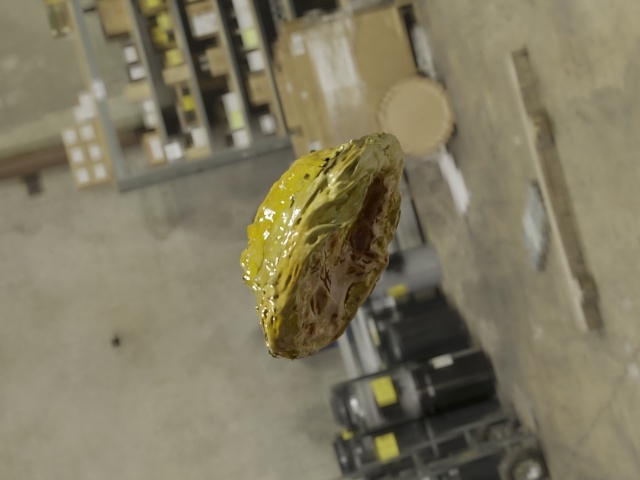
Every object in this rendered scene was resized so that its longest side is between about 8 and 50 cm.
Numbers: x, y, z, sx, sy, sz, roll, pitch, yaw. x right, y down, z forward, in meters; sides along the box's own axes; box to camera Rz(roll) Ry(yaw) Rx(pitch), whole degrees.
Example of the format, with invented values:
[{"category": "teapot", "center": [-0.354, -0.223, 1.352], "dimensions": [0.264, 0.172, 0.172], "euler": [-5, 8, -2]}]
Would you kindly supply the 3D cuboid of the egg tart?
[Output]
[{"category": "egg tart", "center": [0.000, 0.000, 0.698], "dimensions": [0.052, 0.130, 0.130], "euler": [26, 151, 20]}]
